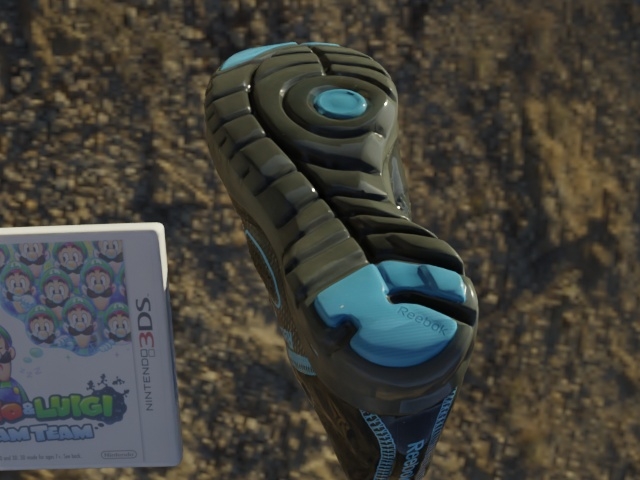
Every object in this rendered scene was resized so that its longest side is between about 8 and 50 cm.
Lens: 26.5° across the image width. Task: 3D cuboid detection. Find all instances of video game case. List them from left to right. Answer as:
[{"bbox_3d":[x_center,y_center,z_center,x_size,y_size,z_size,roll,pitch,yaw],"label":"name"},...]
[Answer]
[{"bbox_3d":[-0.161,0.063,0.772,0.019,0.157,0.143,-78,166,-73],"label":"video game case"}]

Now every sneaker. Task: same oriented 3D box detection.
[{"bbox_3d":[0.000,0.000,0.836,0.125,0.341,0.140,-6,131,-8],"label":"sneaker"}]
